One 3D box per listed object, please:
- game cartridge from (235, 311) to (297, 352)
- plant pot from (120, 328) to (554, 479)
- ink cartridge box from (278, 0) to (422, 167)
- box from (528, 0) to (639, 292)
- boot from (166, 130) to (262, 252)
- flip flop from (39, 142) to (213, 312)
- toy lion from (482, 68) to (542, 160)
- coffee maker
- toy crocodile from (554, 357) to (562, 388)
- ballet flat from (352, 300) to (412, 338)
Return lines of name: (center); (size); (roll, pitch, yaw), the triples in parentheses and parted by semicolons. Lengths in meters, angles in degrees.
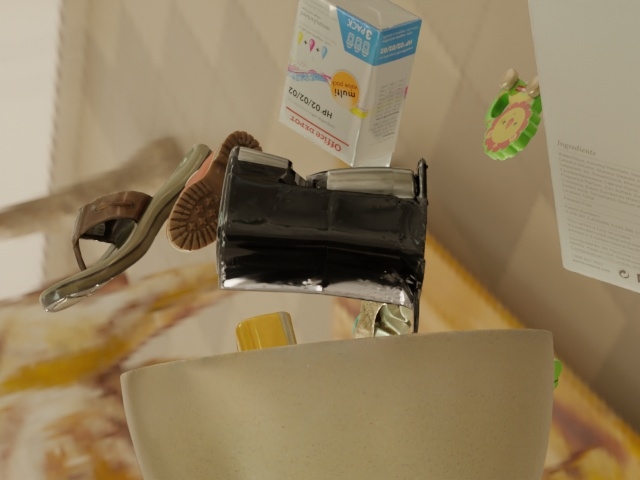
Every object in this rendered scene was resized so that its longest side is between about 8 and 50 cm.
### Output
game cartridge: (-0.008, 0.262, 1.342); (0.285, 0.052, 0.324); (88, 169, -60)
plant pot: (0.019, 0.168, 1.056); (0.284, 0.284, 0.191); (154, 112, -66)
ink cartridge box: (0.023, -0.143, 1.540); (0.104, 0.061, 0.181); (34, 129, 32)
box: (0.337, -0.143, 1.545); (0.168, 0.215, 0.345); (19, 138, 36)
boot: (-0.120, -0.037, 1.665); (0.059, 0.158, 0.084); (42, 140, -12)
flip flop: (-0.213, -0.023, 1.735); (0.080, 0.277, 0.112); (46, 146, -10)
toy lion: (0.201, -0.128, 1.707); (0.034, 0.096, 0.100); (36, 179, -24)
coffee maker: (0.000, 0.000, 1.402); (0.171, 0.178, 0.120); (-88, 2, -55)
toy crocodile: (0.124, 0.210, 1.873); (0.115, 0.340, 0.105); (41, 156, 61)
ballet flat: (0.083, 0.090, 2.046); (0.067, 0.073, 0.206); (38, 156, 20)
